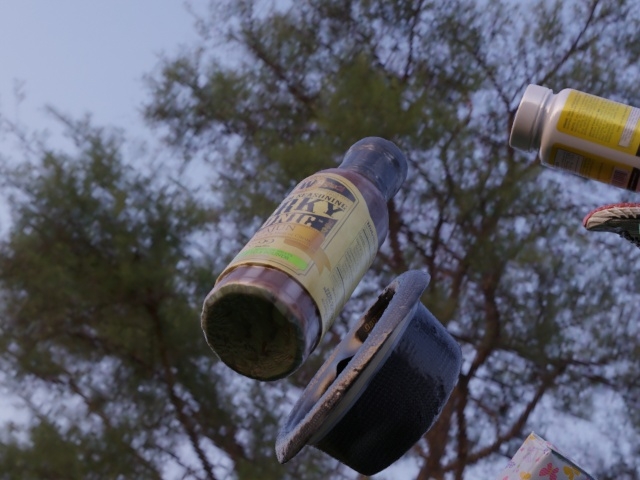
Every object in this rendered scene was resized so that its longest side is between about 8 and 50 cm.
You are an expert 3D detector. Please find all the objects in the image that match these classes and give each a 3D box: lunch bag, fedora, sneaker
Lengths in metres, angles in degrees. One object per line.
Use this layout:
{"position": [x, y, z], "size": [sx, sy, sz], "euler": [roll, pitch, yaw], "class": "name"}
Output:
{"position": [0.202, 0.220, 1.008], "size": [0.083, 0.071, 0.053], "euler": [39, 1, -20], "class": "lunch bag"}
{"position": [0.087, 0.207, 1.611], "size": [0.152, 0.334, 0.334], "euler": [37, -37, -2], "class": "fedora"}
{"position": [0.484, 0.000, 1.643], "size": [0.225, 0.093, 0.088], "euler": [13, 2, 8], "class": "sneaker"}

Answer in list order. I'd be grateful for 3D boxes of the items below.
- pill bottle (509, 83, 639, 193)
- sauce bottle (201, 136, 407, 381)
{"position": [0.392, -0.154, 1.698], "size": [0.208, 0.119, 0.119], "euler": [20, -38, 14], "class": "pill bottle"}
{"position": [0.000, 0.000, 1.138], "size": [0.111, 0.344, 0.111], "euler": [10, -58, 17], "class": "sauce bottle"}
